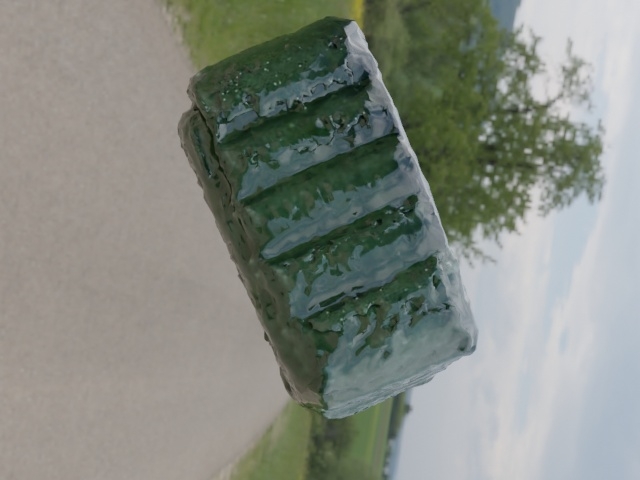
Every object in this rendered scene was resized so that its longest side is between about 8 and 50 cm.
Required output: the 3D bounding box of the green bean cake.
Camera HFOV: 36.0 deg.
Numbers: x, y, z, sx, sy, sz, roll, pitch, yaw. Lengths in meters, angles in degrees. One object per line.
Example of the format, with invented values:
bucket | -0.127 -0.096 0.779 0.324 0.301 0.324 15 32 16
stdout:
green bean cake | 0.000 0.000 0.880 0.308 0.169 0.300 90 -22 -77
